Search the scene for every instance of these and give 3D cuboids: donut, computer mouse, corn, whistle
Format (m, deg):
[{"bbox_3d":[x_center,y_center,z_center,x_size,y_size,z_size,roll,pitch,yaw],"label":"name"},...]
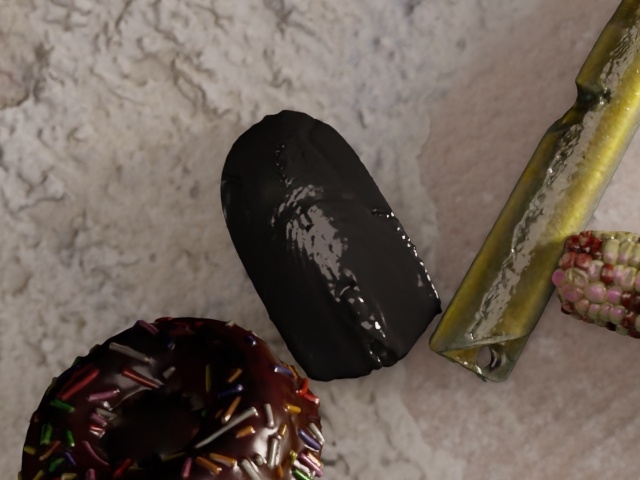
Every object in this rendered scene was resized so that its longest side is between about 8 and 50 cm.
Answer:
[{"bbox_3d":[-0.111,0.145,1.403,0.235,0.089,0.235,-13,41,12],"label":"donut"},{"bbox_3d":[0.000,0.000,1.461,0.122,0.073,0.217,-30,81,7],"label":"computer mouse"},{"bbox_3d":[0.308,0.052,1.393,0.280,0.092,0.092,14,88,16],"label":"corn"},{"bbox_3d":[0.184,-0.046,1.437,0.068,0.057,0.326,27,92,-10],"label":"whistle"}]
